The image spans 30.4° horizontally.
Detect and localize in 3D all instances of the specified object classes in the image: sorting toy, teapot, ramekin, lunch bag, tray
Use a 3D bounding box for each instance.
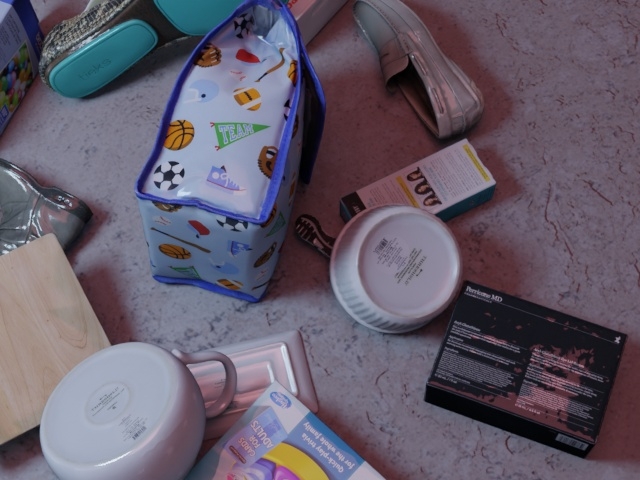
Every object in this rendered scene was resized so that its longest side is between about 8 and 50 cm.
[{"bbox_3d":[-0.468,0.163,1.803,0.255,0.089,0.257,-27,83,-14],"label":"sorting toy"},{"bbox_3d":[-0.261,0.280,1.692,0.256,0.187,0.253,-13,45,17],"label":"teapot"},{"bbox_3d":[0.123,0.041,1.826,0.207,0.109,0.207,1,86,-10],"label":"ramekin"},{"bbox_3d":[-0.124,-0.144,1.837,0.238,0.328,0.386,13,64,0],"label":"lunch bag"},{"bbox_3d":[-0.149,0.228,1.823,0.270,0.030,0.145,-13,66,-5],"label":"tray"}]

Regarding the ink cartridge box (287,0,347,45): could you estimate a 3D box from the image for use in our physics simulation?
[{"bbox_3d":[-0.105,-0.474,2.113,0.272,0.115,0.198,35,70,16],"label":"ink cartridge box"}]

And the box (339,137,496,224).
[{"bbox_3d":[0.160,-0.069,1.944,0.244,0.060,0.101,-26,67,-11],"label":"box"}]

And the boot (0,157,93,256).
[{"bbox_3d":[-0.510,-0.033,1.930,0.246,0.083,0.161,26,73,14],"label":"boot"}]

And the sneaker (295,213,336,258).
[{"bbox_3d":[0.000,0.000,1.926,0.040,0.044,0.109,-44,67,-6],"label":"sneaker"}]

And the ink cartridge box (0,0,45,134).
[{"bbox_3d":[-0.551,-0.301,1.996,0.065,0.186,0.311,16,65,11],"label":"ink cartridge box"}]

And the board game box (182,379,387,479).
[{"bbox_3d":[-0.084,0.411,1.690,0.253,0.079,0.336,40,76,18],"label":"board game box"}]

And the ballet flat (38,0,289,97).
[{"bbox_3d":[-0.276,-0.407,2.001,0.482,0.164,0.182,-21,55,17],"label":"ballet flat"}]

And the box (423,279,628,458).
[{"bbox_3d":[0.311,0.195,1.793,0.261,0.103,0.184,19,69,10],"label":"box"}]

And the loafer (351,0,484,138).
[{"bbox_3d":[0.150,-0.308,2.032,0.111,0.112,0.319,-31,68,-22],"label":"loafer"}]
